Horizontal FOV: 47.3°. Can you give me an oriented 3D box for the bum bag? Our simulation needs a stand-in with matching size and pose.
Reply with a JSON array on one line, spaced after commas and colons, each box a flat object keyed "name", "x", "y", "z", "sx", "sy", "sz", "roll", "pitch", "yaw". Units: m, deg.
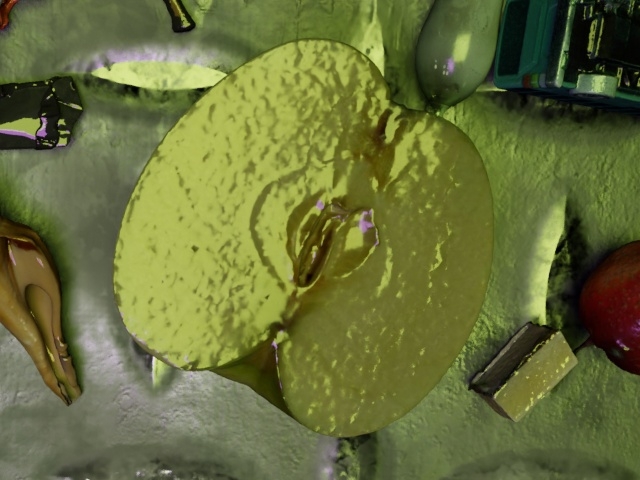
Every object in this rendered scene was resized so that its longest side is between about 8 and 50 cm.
[{"name": "bum bag", "x": -0.372, "y": -0.140, "z": 0.829, "sx": 0.198, "sy": 0.049, "sz": 0.087, "roll": -6, "pitch": 91, "yaw": -5}]

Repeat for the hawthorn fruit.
[{"name": "hawthorn fruit", "x": 0.385, "y": 0.092, "z": 0.887, "sx": 0.194, "sy": 0.157, "sz": 0.157, "roll": -38, "pitch": 98, "yaw": 17}]

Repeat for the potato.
[{"name": "potato", "x": 0.250, "y": 0.163, "z": 0.905, "sx": 0.122, "sy": 0.086, "sz": 0.061, "roll": -44, "pitch": 96, "yaw": -7}]

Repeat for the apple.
[{"name": "apple", "x": 0.000, "y": 0.000, "z": 0.768, "sx": 0.312, "sy": 0.320, "sz": 0.360, "roll": 26, "pitch": 86, "yaw": 31}]

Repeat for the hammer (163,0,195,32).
[{"name": "hammer", "x": -0.196, "y": -0.336, "z": 0.842, "sx": 0.078, "sy": 0.021, "sz": 0.201, "roll": -28, "pitch": 98, "yaw": -3}]

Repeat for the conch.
[{"name": "conch", "x": -0.357, "y": 0.049, "z": 0.837, "sx": 0.109, "sy": 0.093, "sz": 0.330, "roll": -32, "pitch": 119, "yaw": -20}]

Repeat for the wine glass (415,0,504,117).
[{"name": "wine glass", "x": 0.155, "y": -0.213, "z": 0.855, "sx": 0.093, "sy": 0.093, "sz": 0.202, "roll": 13, "pitch": 95, "yaw": -7}]

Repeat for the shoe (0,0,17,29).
[{"name": "shoe", "x": -0.395, "y": -0.254, "z": 0.807, "sx": 0.194, "sy": 0.074, "sz": 0.077, "roll": -40, "pitch": 103, "yaw": -3}]

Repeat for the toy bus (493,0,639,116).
[{"name": "toy bus", "x": 0.336, "y": -0.210, "z": 0.824, "sx": 0.256, "sy": 0.147, "sz": 0.128, "roll": 5, "pitch": 97, "yaw": -24}]
